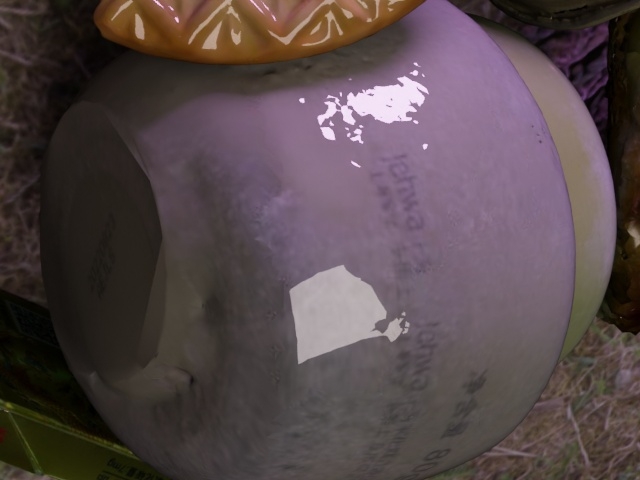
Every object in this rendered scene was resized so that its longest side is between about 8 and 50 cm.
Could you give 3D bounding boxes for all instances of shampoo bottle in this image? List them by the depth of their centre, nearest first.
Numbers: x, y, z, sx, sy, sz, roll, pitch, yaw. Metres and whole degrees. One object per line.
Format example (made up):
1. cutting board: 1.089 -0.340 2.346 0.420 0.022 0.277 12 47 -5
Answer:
1. shampoo bottle: 0.000 0.000 0.849 0.317 0.322 0.323 -17 127 -40

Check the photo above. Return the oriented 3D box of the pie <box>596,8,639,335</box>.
1. pie: 0.258 -0.100 0.984 0.355 0.102 0.288 -57 155 -37

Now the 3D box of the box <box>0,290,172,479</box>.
1. box: -0.140 0.123 0.958 0.311 0.173 0.043 29 102 -36

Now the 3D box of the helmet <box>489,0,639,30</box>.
1. helmet: 0.174 -0.256 0.842 0.257 0.204 0.137 -24 144 29

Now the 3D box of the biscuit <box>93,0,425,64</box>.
1. biscuit: 0.006 -0.233 0.706 0.204 0.040 0.309 13 87 -5
